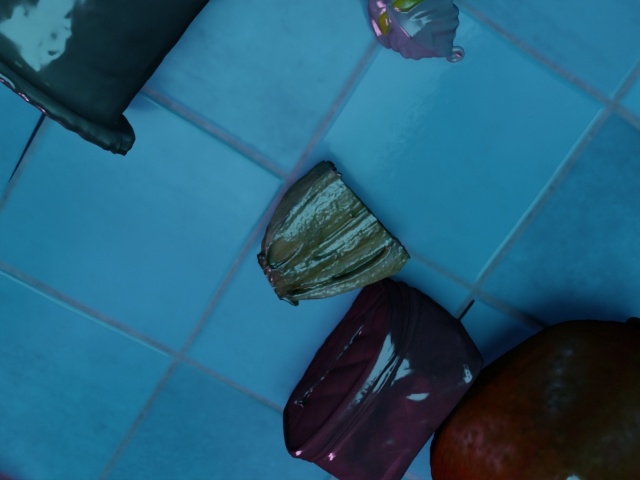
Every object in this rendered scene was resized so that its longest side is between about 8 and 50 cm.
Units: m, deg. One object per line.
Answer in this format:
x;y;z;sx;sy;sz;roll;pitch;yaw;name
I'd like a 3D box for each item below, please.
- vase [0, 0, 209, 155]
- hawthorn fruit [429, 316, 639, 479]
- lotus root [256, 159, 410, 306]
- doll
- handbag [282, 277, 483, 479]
-0.166;-0.254;0.682;0.245;0.245;0.291;42;96;-16;vase
0.274;0.228;0.841;0.311;0.295;0.295;-40;107;10;hawthorn fruit
-0.001;-0.003;0.855;0.144;0.070;0.143;-33;114;3;lotus root
0.075;-0.239;0.780;0.180;0.079;0.094;46;129;-10;doll
0.059;0.157;0.874;0.135;0.146;0.225;30;107;-16;handbag
